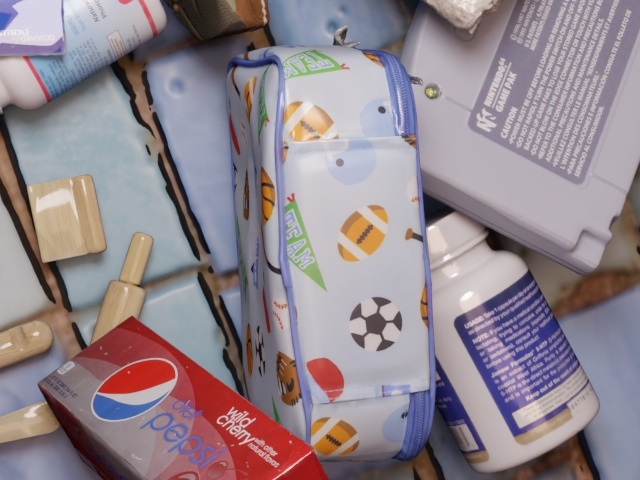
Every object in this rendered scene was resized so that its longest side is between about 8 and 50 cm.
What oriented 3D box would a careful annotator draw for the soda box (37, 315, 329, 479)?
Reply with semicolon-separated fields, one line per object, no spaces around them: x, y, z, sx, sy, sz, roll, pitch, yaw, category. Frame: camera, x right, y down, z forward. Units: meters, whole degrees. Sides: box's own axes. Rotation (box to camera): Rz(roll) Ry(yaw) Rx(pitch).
-0.089;0.146;1.258;0.092;0.263;0.083;-35;123;-17;soda box

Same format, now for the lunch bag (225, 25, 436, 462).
0.000;0.000;1.311;0.115;0.243;0.303;-3;95;-12;lunch bag

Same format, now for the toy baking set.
-0.237;0.067;1.372;0.197;0.030;0.256;13;87;-7;toy baking set

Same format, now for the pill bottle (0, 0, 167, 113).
-0.199;-0.151;1.351;0.160;0.087;0.087;-34;95;-9;pill bottle

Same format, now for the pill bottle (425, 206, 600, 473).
0.120;0.070;1.391;0.112;0.112;0.186;-29;94;-9;pill bottle

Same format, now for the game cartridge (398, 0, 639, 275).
0.165;-0.140;1.393;0.196;0.060;0.294;29;64;-11;game cartridge

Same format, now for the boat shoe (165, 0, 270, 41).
-0.082;-0.307;1.302;0.120;0.122;0.324;-17;97;-25;boat shoe

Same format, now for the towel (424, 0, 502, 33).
0.117;-0.284;1.362;0.187;0.049;0.282;42;53;3;towel

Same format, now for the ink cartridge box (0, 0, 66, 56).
-0.263;-0.293;1.281;0.165;0.065;0.332;-4;86;-8;ink cartridge box
